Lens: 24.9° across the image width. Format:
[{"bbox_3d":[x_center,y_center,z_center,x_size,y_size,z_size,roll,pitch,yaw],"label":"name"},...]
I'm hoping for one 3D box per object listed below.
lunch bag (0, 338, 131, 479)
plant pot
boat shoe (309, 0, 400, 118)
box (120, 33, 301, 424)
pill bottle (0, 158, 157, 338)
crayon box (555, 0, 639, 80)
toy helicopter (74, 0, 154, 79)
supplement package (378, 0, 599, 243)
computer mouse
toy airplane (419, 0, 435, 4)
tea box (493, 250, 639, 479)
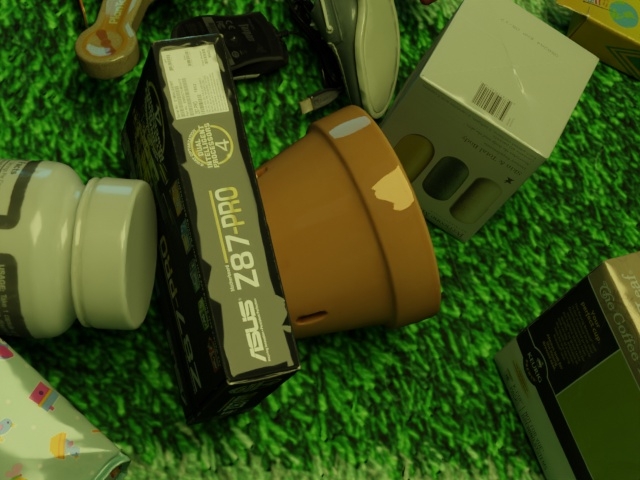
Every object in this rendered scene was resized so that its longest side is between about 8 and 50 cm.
[{"bbox_3d":[-0.374,0.272,1.602,0.223,0.160,0.262,42,75,3],"label":"lunch bag"},{"bbox_3d":[0.000,0.000,1.830,0.203,0.291,0.291,-23,73,-10],"label":"plant pot"},{"bbox_3d":[0.036,-0.326,2.011,0.116,0.099,0.320,-37,124,-52],"label":"boat shoe"},{"bbox_3d":[-0.137,-0.002,1.702,0.097,0.318,0.395,-11,79,-15],"label":"box"},{"bbox_3d":[-0.380,0.007,1.649,0.361,0.204,0.204,4,61,5],"label":"pill bottle"},{"bbox_3d":[0.517,-0.359,2.295,0.318,0.081,0.202,26,59,-7],"label":"crayon box"},{"bbox_3d":[-0.272,-0.350,1.963,0.234,0.140,0.355,5,49,8],"label":"toy helicopter"},{"bbox_3d":[0.207,-0.170,1.979,0.199,0.263,0.198,33,59,-3],"label":"supplement package"},{"bbox_3d":[-0.083,-0.242,2.034,0.262,0.060,0.184,-20,73,-36],"label":"computer mouse"},{"bbox_3d":[0.068,-0.570,2.072,0.384,0.272,0.386,21,102,9],"label":"toy airplane"},{"bbox_3d":[0.433,0.210,1.838,0.220,0.323,0.329,-13,71,-25],"label":"tea box"}]
